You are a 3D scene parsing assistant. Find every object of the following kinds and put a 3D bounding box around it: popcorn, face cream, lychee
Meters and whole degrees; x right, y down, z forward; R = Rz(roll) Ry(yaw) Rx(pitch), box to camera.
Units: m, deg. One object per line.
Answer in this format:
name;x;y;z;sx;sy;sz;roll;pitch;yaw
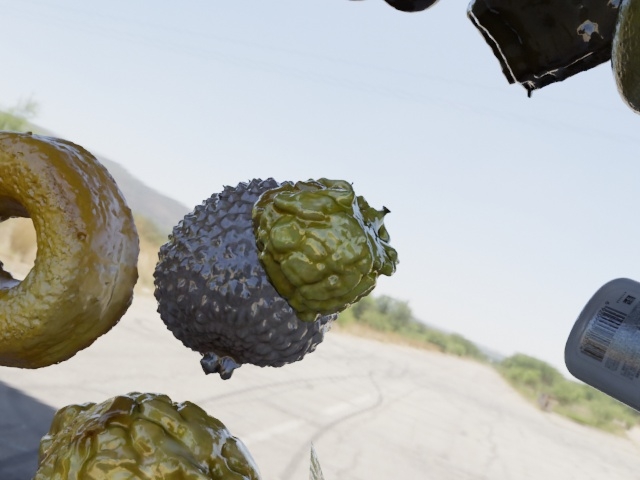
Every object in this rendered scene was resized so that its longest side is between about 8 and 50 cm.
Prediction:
popcorn;0.009;0.001;1.387;0.225;0.249;0.249;-24;-10;4
face cream;0.406;0.138;0.977;0.071;0.144;0.291;33;-4;-33
lychee;-0.137;0.077;1.785;0.380;0.432;0.380;18;-23;8
popcorn;-0.262;0.400;1.319;0.390;0.344;0.354;-11;-21;9

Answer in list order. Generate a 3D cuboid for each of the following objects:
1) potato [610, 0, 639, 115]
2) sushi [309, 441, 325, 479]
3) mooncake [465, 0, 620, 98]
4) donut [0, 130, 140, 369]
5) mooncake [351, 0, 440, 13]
potato;0.402;-0.229;0.952;0.159;0.174;0.251;12;-37;-1
sushi;0.003;0.424;1.040;0.059;0.292;0.294;-17;5;4
mooncake;0.377;-0.350;1.253;0.187;0.324;0.324;57;-10;-6
donut;-0.346;0.005;0.982;0.277;0.278;0.108;19;-3;11
mooncake;0.084;-0.394;1.014;0.306;0.154;0.306;12;-18;4
